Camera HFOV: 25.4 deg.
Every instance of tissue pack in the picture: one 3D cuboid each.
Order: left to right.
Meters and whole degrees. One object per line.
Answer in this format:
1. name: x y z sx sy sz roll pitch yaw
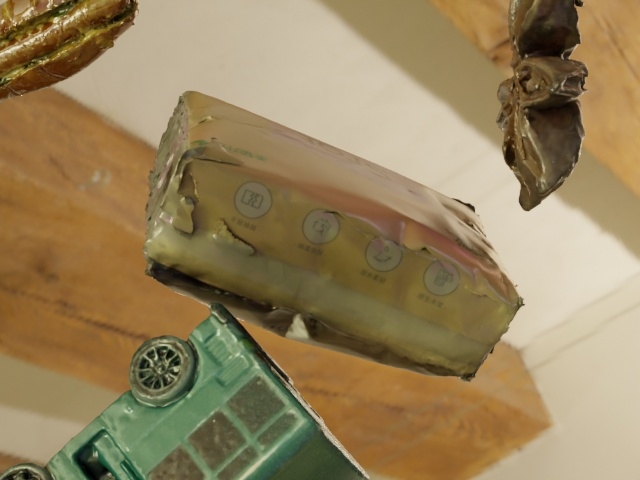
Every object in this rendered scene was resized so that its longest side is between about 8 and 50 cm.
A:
1. tissue pack: 0.000 0.000 1.030 0.256 0.215 0.123 23 -73 -12

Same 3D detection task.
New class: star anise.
1. star anise: 0.176 -0.113 1.098 0.063 0.172 0.208 1 -56 -2

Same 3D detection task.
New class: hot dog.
1. hot dog: -0.329 -0.234 1.655 0.269 0.115 0.072 -29 13 16

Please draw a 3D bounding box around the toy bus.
1. toy bus: -0.107 0.181 0.905 0.256 0.147 0.128 -43 -35 -4
